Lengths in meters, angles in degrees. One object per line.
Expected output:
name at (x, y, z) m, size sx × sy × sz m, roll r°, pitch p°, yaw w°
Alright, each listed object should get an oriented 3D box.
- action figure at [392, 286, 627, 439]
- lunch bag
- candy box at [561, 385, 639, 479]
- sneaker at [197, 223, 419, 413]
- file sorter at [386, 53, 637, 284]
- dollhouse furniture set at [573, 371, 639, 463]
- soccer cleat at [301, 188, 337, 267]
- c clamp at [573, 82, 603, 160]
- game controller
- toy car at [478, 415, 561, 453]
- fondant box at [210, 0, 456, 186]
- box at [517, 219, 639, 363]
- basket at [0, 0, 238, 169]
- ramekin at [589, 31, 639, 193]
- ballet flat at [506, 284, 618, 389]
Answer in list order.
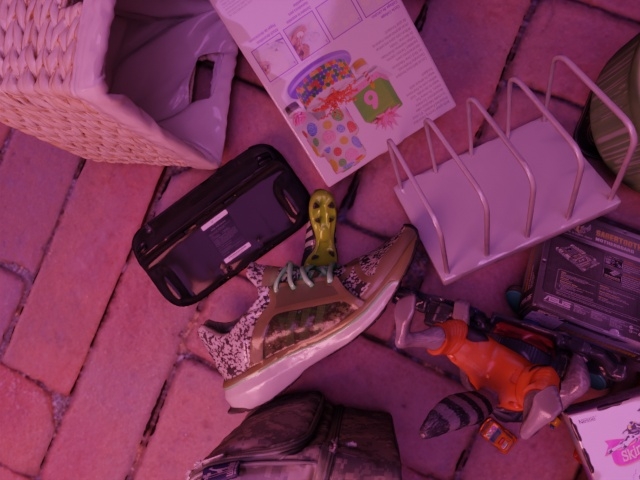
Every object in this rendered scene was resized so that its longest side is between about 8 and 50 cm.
action figure at (0.207, 0.172, 0.669) m, size 0.341 × 0.330 × 0.179 m, roll 16°, pitch 82°, yaw 39°
lunch bag at (-0.030, 0.339, 0.673) m, size 0.256 × 0.305 × 0.213 m, roll 10°, pitch 87°, yaw 7°
candy box at (0.440, 0.298, 0.632) m, size 0.164 × 0.070 × 0.196 m, roll -22°, pitch 75°, yaw 13°
sneaker at (-0.032, 0.089, 0.742) m, size 0.410 × 0.158 × 0.182 m, roll -40°, pitch 92°, yaw 7°
file sorter at (0.256, -0.102, 0.696) m, size 0.277 × 0.173 × 0.193 m, roll -25°, pitch 58°, yaw 6°
dollhouse furniture set at (0.515, 0.364, 0.708) m, size 0.259 × 0.135 × 0.262 m, roll 32°, pitch 91°, yaw 19°
soccer cleat at (0.000, 0.000, 0.814) m, size 0.060 × 0.072 × 0.179 m, roll 4°, pitch 109°, yaw -5°
c clamp at (0.488, -0.183, 0.779) m, size 0.137 × 0.022 × 0.161 m, roll 15°, pitch 90°, yaw 13°
game controller at (-0.173, -0.024, 0.844) m, size 0.319 × 0.067 × 0.166 m, roll -35°, pitch 97°, yaw 5°
toy car at (0.316, 0.292, 0.762) m, size 0.122 × 0.040 × 0.060 m, roll -35°, pitch 83°, yaw 5°
fondant box at (0.023, -0.288, 0.753) m, size 0.238 × 0.096 × 0.330 m, roll -32°, pitch 104°, yaw 5°
box at (0.429, 0.068, 0.715) m, size 0.231 × 0.056 × 0.183 m, roll 20°, pitch 61°, yaw 8°
basket at (-0.311, -0.304, 0.731) m, size 0.266 × 0.331 × 0.328 m, roll 4°, pitch 83°, yaw 16°
ramekin at (0.552, -0.195, 0.686) m, size 0.303 × 0.148 × 0.304 m, roll 0°, pitch 87°, yaw -2°
ballet flat at (0.381, 0.137, 0.754) m, size 0.074 × 0.074 × 0.203 m, roll -42°, pitch 76°, yaw 3°
